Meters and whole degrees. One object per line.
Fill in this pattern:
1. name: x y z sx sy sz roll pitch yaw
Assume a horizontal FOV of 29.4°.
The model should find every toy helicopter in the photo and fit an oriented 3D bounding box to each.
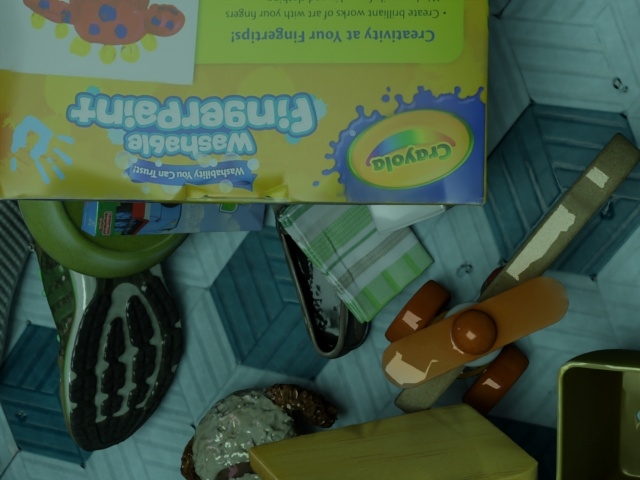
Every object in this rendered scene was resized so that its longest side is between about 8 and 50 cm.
1. toy helicopter: 0.185 0.041 1.201 0.140 0.235 0.355 41 111 10

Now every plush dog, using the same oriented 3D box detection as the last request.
1. plush dog: -0.074 0.280 1.390 0.262 0.210 0.225 -28 64 22

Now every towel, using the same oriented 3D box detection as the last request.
1. towel: 0.042 -0.001 1.315 0.113 0.023 0.152 -41 101 -13

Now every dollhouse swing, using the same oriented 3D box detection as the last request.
1. dollhouse swing: 0.110 0.395 1.161 0.315 0.305 0.347 -11 124 -7

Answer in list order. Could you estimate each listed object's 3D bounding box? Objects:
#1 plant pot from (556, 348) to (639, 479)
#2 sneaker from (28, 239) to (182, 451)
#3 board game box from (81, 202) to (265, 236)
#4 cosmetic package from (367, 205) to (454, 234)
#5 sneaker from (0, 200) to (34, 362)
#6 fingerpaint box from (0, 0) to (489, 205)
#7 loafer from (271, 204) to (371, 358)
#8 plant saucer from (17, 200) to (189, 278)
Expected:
1. plant pot: 0.353 0.204 1.194 0.212 0.187 0.212 3 102 21
2. sneaker: -0.277 0.046 1.462 0.182 0.158 0.410 16 110 50
3. board game box: -0.150 -0.088 1.328 0.039 0.211 0.160 24 112 50
4. cosmetic package: 0.068 -0.130 1.279 0.085 0.117 0.231 -21 91 24
5. sneaker: -0.457 0.025 1.503 0.150 0.135 0.366 23 103 20
6. fingerpaint box: -0.067 -0.218 1.139 0.444 0.163 0.371 0 94 5
7. loafer: 0.000 0.000 1.344 0.096 0.084 0.267 -11 97 16
8. plant saucer: -0.215 -0.074 1.340 0.037 0.241 0.241 13 107 51
